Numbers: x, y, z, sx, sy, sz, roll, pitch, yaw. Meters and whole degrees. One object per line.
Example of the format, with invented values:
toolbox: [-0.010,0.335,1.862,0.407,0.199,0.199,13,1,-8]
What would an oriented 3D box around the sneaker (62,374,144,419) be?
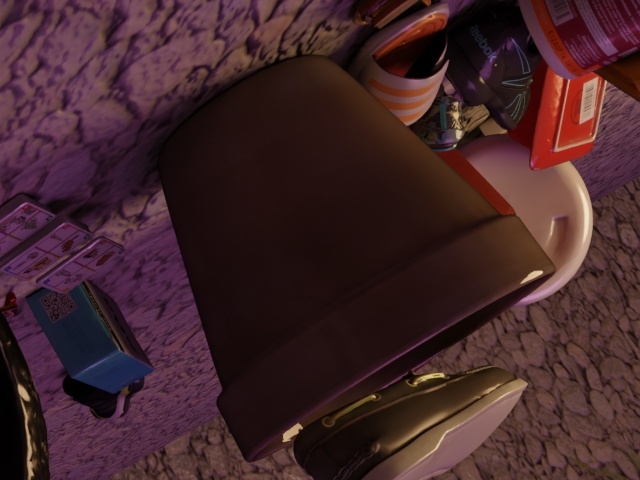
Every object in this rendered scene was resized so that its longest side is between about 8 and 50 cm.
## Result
sneaker: [-0.310,0.190,1.916,0.097,0.084,0.234,-2,158,-20]

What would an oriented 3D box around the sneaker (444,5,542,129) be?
sneaker: [0.203,-0.188,1.502,0.106,0.101,0.267,-37,170,14]

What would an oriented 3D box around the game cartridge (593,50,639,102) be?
game cartridge: [0.419,-0.280,1.470,0.324,0.052,0.285,-36,-158,4]

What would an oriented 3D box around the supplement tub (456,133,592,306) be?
supplement tub: [0.239,-0.025,1.936,0.228,0.228,0.316,-32,180,-1]

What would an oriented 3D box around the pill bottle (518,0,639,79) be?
pill bottle: [0.313,-0.252,1.348,0.221,0.121,0.121,-23,175,27]

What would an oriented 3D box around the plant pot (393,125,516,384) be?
plant pot: [0.069,0.006,1.649,0.236,0.267,0.267,-41,176,-28]

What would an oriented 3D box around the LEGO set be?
LEGO set: [-0.316,0.040,1.236,0.244,0.060,0.182,-35,158,9]

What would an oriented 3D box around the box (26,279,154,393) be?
box: [-0.249,0.107,1.542,0.060,0.100,0.244,-31,170,-4]

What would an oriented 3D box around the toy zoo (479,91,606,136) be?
toy zoo: [0.333,-0.198,2.066,0.192,0.030,0.293,-33,170,9]

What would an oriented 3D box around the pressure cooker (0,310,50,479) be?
pressure cooker: [-0.348,0.169,0.788,0.370,0.375,0.420,-7,161,-21]

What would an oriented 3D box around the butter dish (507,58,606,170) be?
butter dish: [0.282,-0.183,1.758,0.160,0.118,0.160,-17,121,-47]

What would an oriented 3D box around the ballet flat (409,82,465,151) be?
ballet flat: [0.114,-0.149,1.474,0.070,0.070,0.188,-32,-158,1]

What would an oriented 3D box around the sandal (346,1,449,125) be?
sandal: [0.072,-0.144,1.374,0.102,0.076,0.265,-28,169,-26]

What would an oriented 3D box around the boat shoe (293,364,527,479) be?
boat shoe: [0.089,0.163,1.260,0.305,0.091,0.109,-20,145,-54]

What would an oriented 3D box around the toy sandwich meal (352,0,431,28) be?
toy sandwich meal: [0.064,-0.203,1.194,0.085,0.029,0.085,-31,170,-6]

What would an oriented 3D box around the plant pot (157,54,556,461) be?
plant pot: [0.000,0.000,1.257,0.323,0.280,0.323,-32,170,-6]
